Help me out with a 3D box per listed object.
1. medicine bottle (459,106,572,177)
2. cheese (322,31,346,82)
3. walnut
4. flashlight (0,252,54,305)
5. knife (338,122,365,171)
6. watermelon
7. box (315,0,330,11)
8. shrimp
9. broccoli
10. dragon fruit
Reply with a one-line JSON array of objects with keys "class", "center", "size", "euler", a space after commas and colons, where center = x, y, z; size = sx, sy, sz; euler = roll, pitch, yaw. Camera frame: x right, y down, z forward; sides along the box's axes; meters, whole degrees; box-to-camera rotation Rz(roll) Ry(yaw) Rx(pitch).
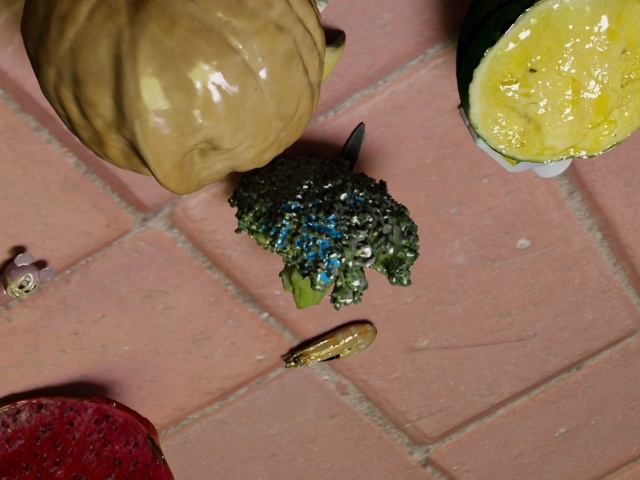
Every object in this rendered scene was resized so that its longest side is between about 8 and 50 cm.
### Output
[{"class": "medicine bottle", "center": [0.195, -0.106, 1.570], "size": [0.074, 0.055, 0.118], "euler": [-37, 142, 16]}, {"class": "cheese", "center": [-0.017, -0.154, 1.402], "size": [0.084, 0.041, 0.060], "euler": [15, 132, -42]}, {"class": "walnut", "center": [-0.106, -0.145, 1.226], "size": [0.225, 0.225, 0.261], "euler": [-23, 150, -1]}, {"class": "flashlight", "center": [-0.299, 0.051, 1.516], "size": [0.110, 0.031, 0.052], "euler": [-33, 144, 12]}, {"class": "knife", "center": [0.014, -0.050, 1.579], "size": [0.023, 0.010, 0.170], "euler": [-1, 137, -26]}, {"class": "watermelon", "center": [0.205, -0.178, 1.421], "size": [0.204, 0.127, 0.232], "euler": [-26, 138, 2]}, {"class": "box", "center": [-0.007, -0.218, 1.343], "size": [0.054, 0.024, 0.083], "euler": [17, 128, -44]}, {"class": "shrimp", "center": [0.013, 0.120, 1.785], "size": [0.108, 0.023, 0.059], "euler": [-23, 153, 0]}, {"class": "broccoli", "center": [0.000, 0.000, 1.520], "size": [0.167, 0.155, 0.160], "euler": [-6, 148, -26]}, {"class": "dragon fruit", "center": [-0.275, 0.251, 1.720], "size": [0.262, 0.134, 0.211], "euler": [0, 153, -5]}]
